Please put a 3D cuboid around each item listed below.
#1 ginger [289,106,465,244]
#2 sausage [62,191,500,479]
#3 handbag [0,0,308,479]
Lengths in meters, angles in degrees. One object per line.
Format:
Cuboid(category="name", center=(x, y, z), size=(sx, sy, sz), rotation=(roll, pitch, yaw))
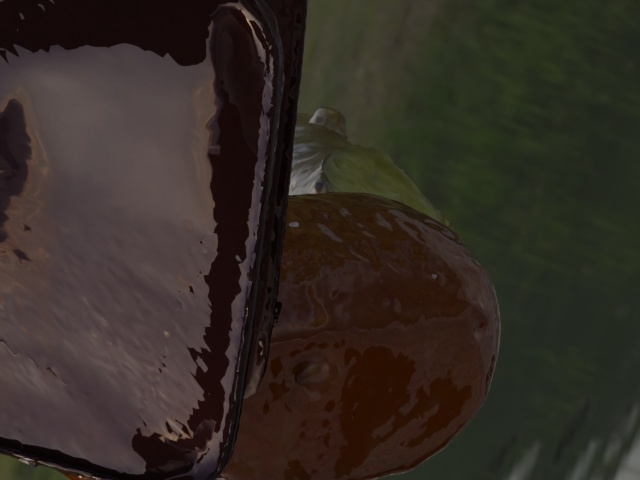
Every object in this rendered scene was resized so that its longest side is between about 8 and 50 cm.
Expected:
Cuboid(category="ginger", center=(0.000, 0.000, 1.236), size=(0.190, 0.126, 0.354), rotation=(-67, 16, -5))
Cuboid(category="sausage", center=(-0.027, 0.055, 0.963), size=(0.141, 0.268, 0.153), rotation=(39, 130, 53))
Cuboid(category="handbag", center=(-0.149, -0.033, 0.766), size=(0.084, 0.276, 0.260), rotation=(-68, -13, -55))
